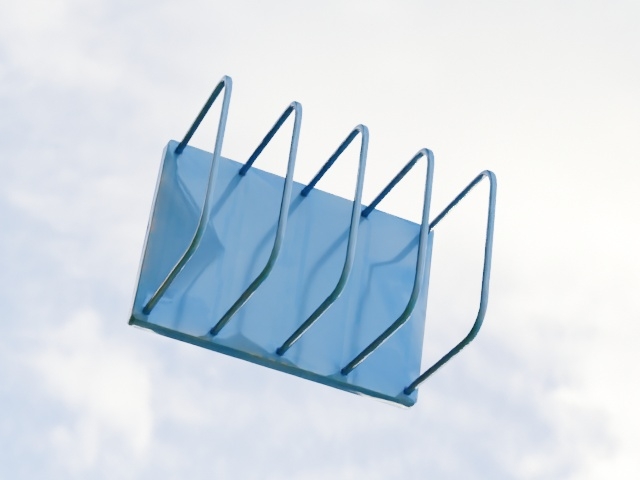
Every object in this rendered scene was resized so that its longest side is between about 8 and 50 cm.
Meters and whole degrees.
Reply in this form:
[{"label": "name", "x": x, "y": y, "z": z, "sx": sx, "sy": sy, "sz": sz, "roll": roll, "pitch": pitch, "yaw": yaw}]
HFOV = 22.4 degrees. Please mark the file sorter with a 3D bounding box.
[{"label": "file sorter", "x": 0.000, "y": 0.000, "z": 0.880, "sx": 0.170, "sy": 0.118, "sz": 0.104, "roll": 19, "pitch": -32, "yaw": -17}]
